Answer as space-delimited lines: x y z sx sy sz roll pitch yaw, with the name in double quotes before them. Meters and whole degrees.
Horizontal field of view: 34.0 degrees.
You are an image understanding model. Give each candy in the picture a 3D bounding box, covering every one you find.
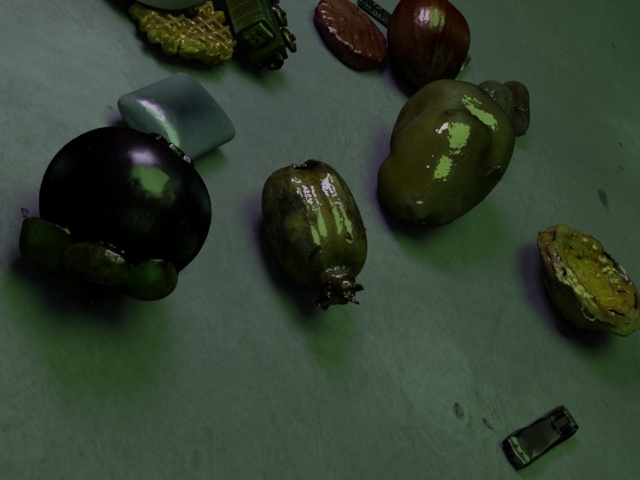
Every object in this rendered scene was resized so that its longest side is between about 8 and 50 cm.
"candy" -0.218 -0.185 1.596 0.138 0.071 0.174 49 34 2

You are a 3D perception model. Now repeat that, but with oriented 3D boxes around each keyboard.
"keyboard" 0.161 -0.481 2.321 0.198 0.010 0.063 33 36 -20

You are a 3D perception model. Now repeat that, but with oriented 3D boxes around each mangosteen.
"mangosteen" -0.253 -0.029 1.315 0.243 0.243 0.243 27 40 -26

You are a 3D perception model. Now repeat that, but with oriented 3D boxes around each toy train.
"toy train" -0.119 -0.411 1.865 0.137 0.090 0.225 44 24 -58

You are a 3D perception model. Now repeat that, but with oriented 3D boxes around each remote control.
"remote control" 0.375 0.329 1.770 0.212 0.028 0.059 -14 69 -51

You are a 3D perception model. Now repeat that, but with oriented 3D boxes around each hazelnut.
"hazelnut" 0.219 -0.415 2.188 0.181 0.181 0.212 38 5 35

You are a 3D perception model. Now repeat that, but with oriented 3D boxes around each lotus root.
"lotus root" -0.001 0.001 1.593 0.154 0.154 0.278 6 52 -43

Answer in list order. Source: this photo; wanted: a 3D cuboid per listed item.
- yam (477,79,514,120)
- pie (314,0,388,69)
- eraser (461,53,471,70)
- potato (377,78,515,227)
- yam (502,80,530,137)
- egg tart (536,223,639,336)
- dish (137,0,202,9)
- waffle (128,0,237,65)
"yam" 0.361 -0.267 2.250 0.107 0.107 0.194 41 35 -10
"pie" 0.064 -0.424 2.133 0.182 0.049 0.182 29 39 -27
"eraser" 0.326 -0.403 2.404 0.019 0.027 0.099 47 34 -4
"potato" 0.225 -0.151 1.931 0.218 0.202 0.351 47 47 -21
"yam" 0.440 -0.299 2.381 0.084 0.084 0.127 37 38 -15
"egg tart" 0.521 0.094 2.082 0.291 0.107 0.290 30 34 -23
"dish" -0.280 -0.508 1.759 0.256 0.117 0.256 23 36 -18
"waffle" -0.227 -0.355 1.765 0.194 0.051 0.149 0 47 -40
